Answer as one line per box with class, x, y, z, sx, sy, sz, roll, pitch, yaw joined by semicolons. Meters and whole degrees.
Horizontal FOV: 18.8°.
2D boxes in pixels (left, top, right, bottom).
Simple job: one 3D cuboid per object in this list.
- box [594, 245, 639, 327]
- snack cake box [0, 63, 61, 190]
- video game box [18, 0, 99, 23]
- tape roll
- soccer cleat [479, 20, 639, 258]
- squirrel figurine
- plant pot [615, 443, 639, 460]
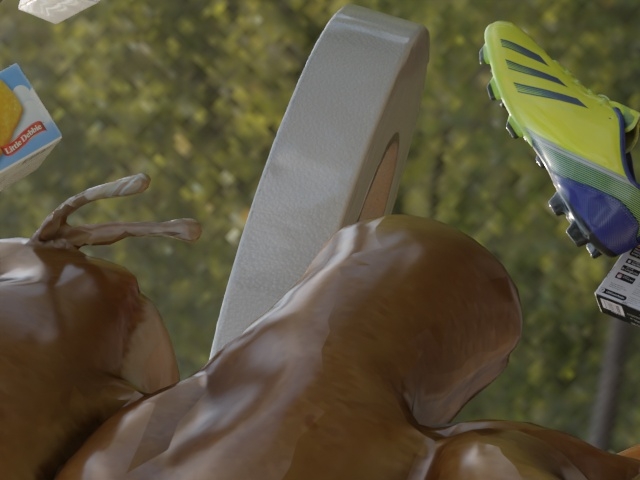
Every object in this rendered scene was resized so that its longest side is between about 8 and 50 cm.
box;0.381;0.053;1.851;0.114;0.207;0.036;-52;-37;-21
snack cake box;-0.393;-0.057;1.870;0.264;0.089;0.152;-33;2;-21
video game box;-0.212;-0.300;1.762;0.187;0.048;0.205;-71;18;-6
tape roll;0.000;0.000;1.572;0.392;0.072;0.392;18;-90;-83
soccer cleat;0.257;-0.115;1.922;0.121;0.289;0.093;-35;-29;16
squirrel figurine;-0.060;0.145;0.538;0.397;0.370;0.281;-55;-23;-36
plant pot;0.293;0.331;1.849;0.291;0.203;0.291;-25;-17;-8
